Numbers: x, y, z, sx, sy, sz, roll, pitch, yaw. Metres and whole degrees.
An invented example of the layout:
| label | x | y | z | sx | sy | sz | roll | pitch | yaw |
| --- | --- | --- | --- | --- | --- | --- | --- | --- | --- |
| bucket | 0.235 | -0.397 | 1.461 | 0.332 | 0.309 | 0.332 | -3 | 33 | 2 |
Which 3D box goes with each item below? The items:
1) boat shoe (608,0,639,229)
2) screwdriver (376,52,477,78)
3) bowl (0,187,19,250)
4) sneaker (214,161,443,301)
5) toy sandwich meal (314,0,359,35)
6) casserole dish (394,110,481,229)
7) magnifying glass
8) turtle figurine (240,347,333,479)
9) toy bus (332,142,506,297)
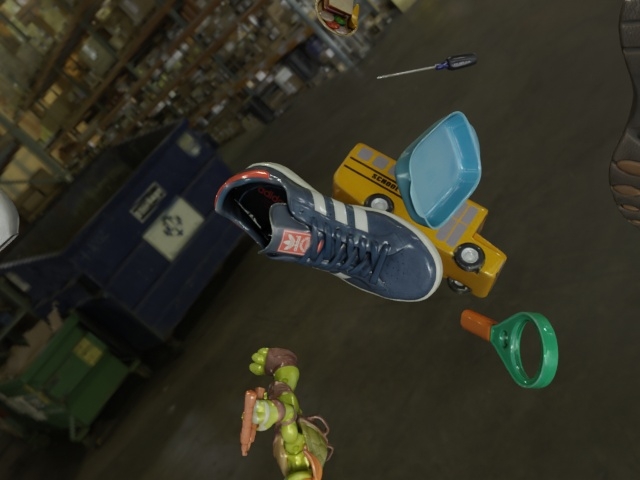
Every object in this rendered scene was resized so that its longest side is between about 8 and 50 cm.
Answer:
| label | x | y | z | sx | sy | sz | roll | pitch | yaw |
| --- | --- | --- | --- | --- | --- | --- | --- | --- | --- |
| boat shoe | 0.337 | -0.124 | 0.678 | 0.132 | 0.355 | 0.130 | 24 | 66 | 29 |
| screwdriver | 0.169 | -0.271 | 1.251 | 0.170 | 0.025 | 0.024 | -16 | 54 | -7 |
| bowl | -0.406 | 0.006 | 0.913 | 0.142 | 0.053 | 0.142 | -45 | 13 | -11 |
| sneaker | 0.000 | 0.000 | 1.129 | 0.148 | 0.350 | 0.131 | -26 | -44 | -61 |
| toy sandwich meal | 0.029 | -0.352 | 1.205 | 0.029 | 0.085 | 0.085 | -39 | 15 | 50 |
| casserole dish | 0.151 | -0.091 | 1.020 | 0.037 | 0.114 | 0.188 | -3 | 29 | 40 |
| magnifying glass | 0.237 | 0.125 | 1.015 | 0.231 | 0.026 | 0.092 | -153 | 65 | -76 |
| turtle figurine | -0.034 | 0.215 | 0.890 | 0.087 | 0.269 | 0.217 | -20 | 31 | -1 |
| toy bus | 0.177 | -0.035 | 1.401 | 0.130 | 0.333 | 0.108 | -54 | -16 | -23 |
